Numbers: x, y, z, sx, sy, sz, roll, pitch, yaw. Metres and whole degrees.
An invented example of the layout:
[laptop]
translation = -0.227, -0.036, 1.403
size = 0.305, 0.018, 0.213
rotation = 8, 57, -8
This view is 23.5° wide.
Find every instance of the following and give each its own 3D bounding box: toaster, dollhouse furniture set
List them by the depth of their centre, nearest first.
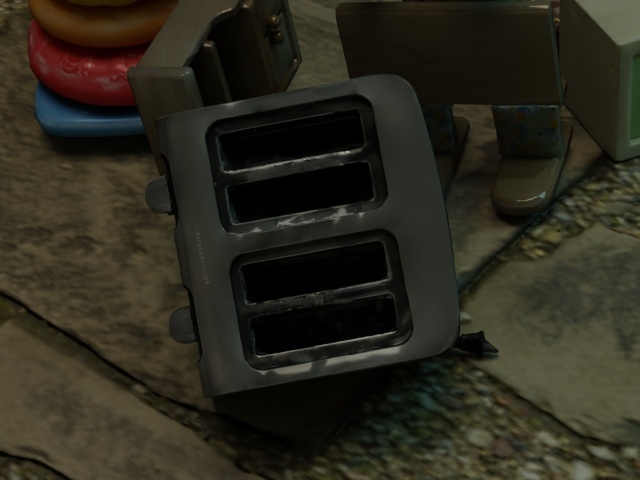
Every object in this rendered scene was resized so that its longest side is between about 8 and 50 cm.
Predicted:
[toaster]
translation = 0.000, 0.000, 0.891
size = 0.185, 0.168, 0.110
rotation = -10, -2, 3
[dollhouse furniture set]
translation = 0.027, -0.106, 0.978
size = 0.242, 0.212, 0.161
rotation = 3, 42, 21

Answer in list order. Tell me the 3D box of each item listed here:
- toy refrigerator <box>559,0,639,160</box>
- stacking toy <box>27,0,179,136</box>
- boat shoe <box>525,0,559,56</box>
[toy refrigerator]
translation = 0.307, -0.152, 1.067
size = 0.269, 0.102, 0.094
rotation = -18, 43, -12
[stacking toy]
translation = -0.146, -0.229, 1.072
size = 0.165, 0.302, 0.175
rotation = -3, 43, 5
[boat shoe]
translation = 0.171, -0.160, 1.124
size = 0.178, 0.064, 0.060
rotation = -7, 40, -2
